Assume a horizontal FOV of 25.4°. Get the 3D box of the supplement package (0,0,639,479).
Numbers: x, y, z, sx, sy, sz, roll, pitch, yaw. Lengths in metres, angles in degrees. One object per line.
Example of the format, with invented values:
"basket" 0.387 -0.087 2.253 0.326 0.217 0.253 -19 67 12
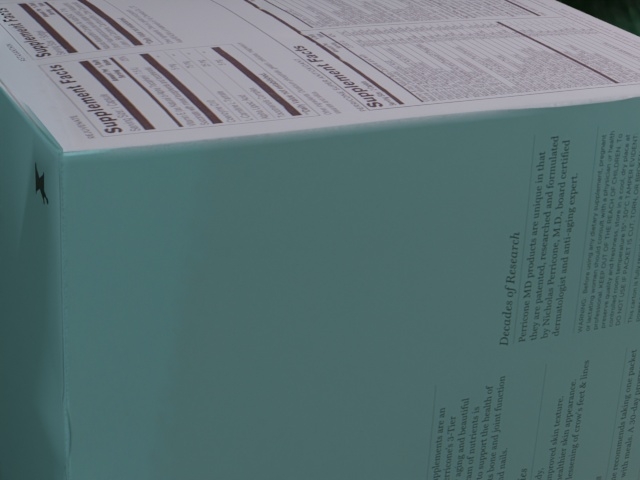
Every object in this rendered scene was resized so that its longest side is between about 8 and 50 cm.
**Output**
"supplement package" -0.004 0.011 0.587 0.263 0.199 0.198 -8 25 -24
